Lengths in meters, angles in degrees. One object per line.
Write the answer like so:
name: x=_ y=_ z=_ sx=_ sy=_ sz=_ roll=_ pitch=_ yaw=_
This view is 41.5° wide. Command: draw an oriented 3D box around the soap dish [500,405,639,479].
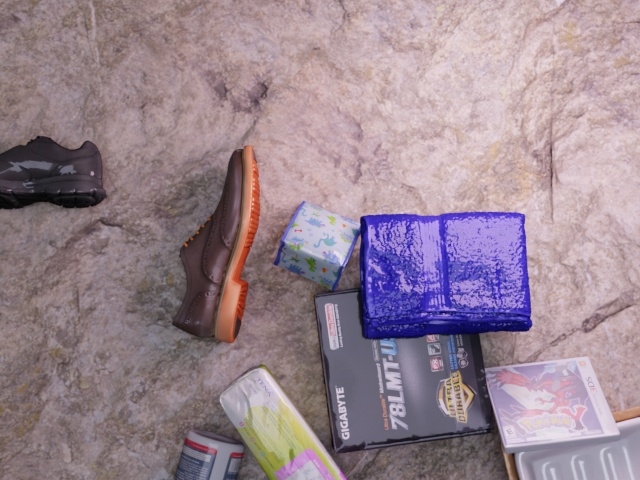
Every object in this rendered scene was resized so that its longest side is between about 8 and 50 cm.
soap dish: x=0.483 y=0.438 z=1.526 sx=0.291 sy=0.118 sz=0.228 roll=-13 pitch=84 yaw=-4

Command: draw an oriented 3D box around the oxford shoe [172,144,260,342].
oxford shoe: x=-0.189 y=-0.002 z=1.541 sx=0.133 sy=0.130 sz=0.363 roll=9 pitch=83 yaw=4

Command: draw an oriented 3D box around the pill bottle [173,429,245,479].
pill bottle: x=-0.208 y=0.435 z=1.495 sx=0.108 sy=0.108 sz=0.180 roll=16 pitch=83 yaw=-1

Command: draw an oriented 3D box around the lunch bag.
lunch bag: x=0.000 y=0.000 z=1.561 sx=0.129 sy=0.096 sz=0.151 roll=23 pitch=49 yaw=2

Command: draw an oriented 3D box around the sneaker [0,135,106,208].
sneaker: x=-0.540 y=-0.129 z=1.558 sx=0.287 sy=0.109 sz=0.130 roll=1 pitch=74 yaw=-10

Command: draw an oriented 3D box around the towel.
towel: x=0.224 y=0.058 z=1.514 sx=0.309 sy=0.076 sz=0.227 roll=-2 pitch=80 yaw=-3

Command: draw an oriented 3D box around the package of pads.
package of pads: x=-0.055 y=0.354 z=1.452 sx=0.101 sy=0.229 sz=0.296 roll=-36 pitch=86 yaw=-7

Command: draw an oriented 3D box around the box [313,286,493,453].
box: x=0.149 y=0.224 z=1.559 sx=0.294 sy=0.073 sz=0.295 roll=-6 pitch=83 yaw=-4

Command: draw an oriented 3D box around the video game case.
video game case: x=0.410 y=0.292 z=1.521 sx=0.202 sy=0.023 sz=0.183 roll=-7 pitch=40 yaw=1
